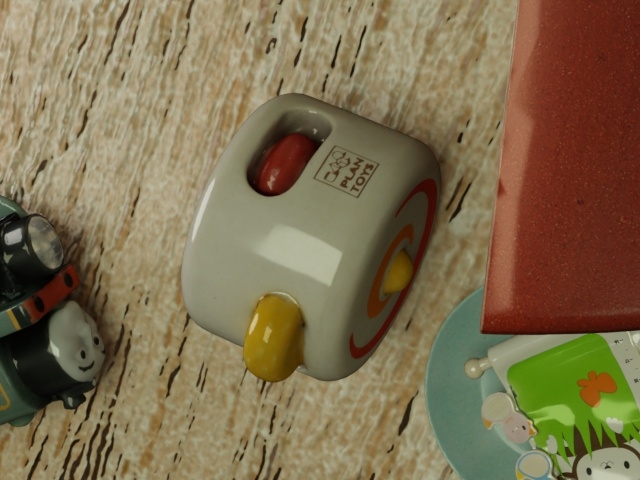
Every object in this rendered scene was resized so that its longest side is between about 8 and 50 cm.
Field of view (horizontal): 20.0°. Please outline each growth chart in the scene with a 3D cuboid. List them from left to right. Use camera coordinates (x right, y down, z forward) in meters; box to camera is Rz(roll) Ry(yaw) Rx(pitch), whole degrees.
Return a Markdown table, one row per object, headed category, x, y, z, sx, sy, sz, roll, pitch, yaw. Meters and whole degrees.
| category | x | y | z | sx | sy | sz | roll | pitch | yaw |
| --- | --- | --- | --- | --- | --- | --- | --- | --- | --- |
| growth chart | 0.223 | 0.154 | 1.329 | 0.172 | 0.021 | 0.237 | -36 | 84 | 25 |

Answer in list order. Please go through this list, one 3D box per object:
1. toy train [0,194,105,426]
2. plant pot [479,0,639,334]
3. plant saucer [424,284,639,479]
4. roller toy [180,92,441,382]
| category | x | y | z | sx | sy | sz | roll | pitch | yaw |
| --- | --- | --- | --- | --- | --- | --- | --- | --- | --- |
| toy train | -0.337 | 0.093 | 1.533 | 0.334 | 0.142 | 0.190 | -22 | 103 | 22 |
| plant pot | 0.245 | -0.079 | 1.205 | 0.235 | 0.267 | 0.267 | 8 | 102 | 8 |
| plant saucer | 0.175 | 0.115 | 1.373 | 0.195 | 0.037 | 0.195 | 4 | 100 | 21 |
| roller toy | 0.000 | 0.000 | 1.336 | 0.146 | 0.209 | 0.191 | 23 | 101 | 16 |
